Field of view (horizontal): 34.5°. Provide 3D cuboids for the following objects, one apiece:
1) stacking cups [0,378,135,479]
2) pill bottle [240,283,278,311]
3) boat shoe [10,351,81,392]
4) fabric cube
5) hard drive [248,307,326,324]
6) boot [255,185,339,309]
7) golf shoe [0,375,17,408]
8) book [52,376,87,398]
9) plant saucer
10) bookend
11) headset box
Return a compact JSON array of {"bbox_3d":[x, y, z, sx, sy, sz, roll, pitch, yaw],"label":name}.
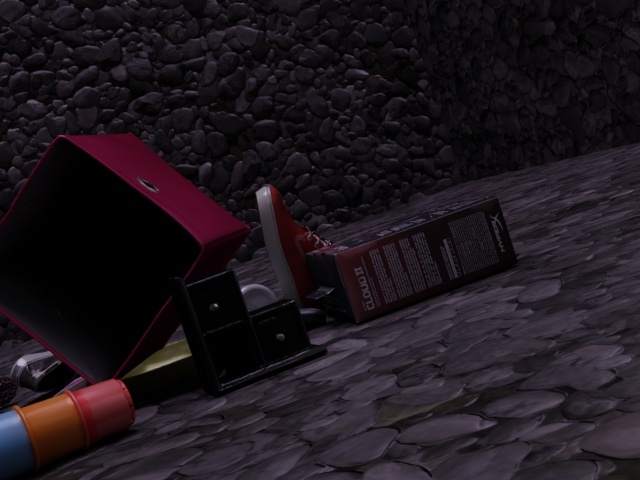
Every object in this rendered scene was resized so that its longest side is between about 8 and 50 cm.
[{"bbox_3d":[-0.365,0.231,1.163,0.316,0.096,0.096,-21,4,-28],"label":"stacking cups"},{"bbox_3d":[-0.136,0.120,1.718,0.087,0.087,0.160,-20,4,-26],"label":"pill bottle"},{"bbox_3d":[-0.465,0.235,1.883,0.070,0.078,0.219,21,18,23],"label":"boat shoe"},{"bbox_3d":[-0.292,0.017,1.479,0.259,0.254,0.258,-53,-5,12],"label":"fabric cube"},{"bbox_3d":[-0.066,0.120,1.594,0.135,0.022,0.094,-2,-1,-13],"label":"hard drive"},{"bbox_3d":[0.000,0.000,1.693,0.176,0.244,0.088,-18,29,4],"label":"boot"},{"bbox_3d":[-0.643,0.292,1.862,0.186,0.067,0.086,-21,3,-26],"label":"golf shoe"},{"bbox_3d":[-0.376,0.233,1.693,0.096,0.035,0.144,-22,3,3],"label":"book"},{"bbox_3d":[-0.234,0.191,1.558,0.241,0.037,0.241,-18,4,1],"label":"plant saucer"},{"bbox_3d":[-0.095,0.097,1.316,0.157,0.156,0.072,-19,3,-18],"label":"bookend"},{"bbox_3d":[0.117,0.032,1.573,0.293,0.110,0.218,-19,3,-12],"label":"headset box"}]
